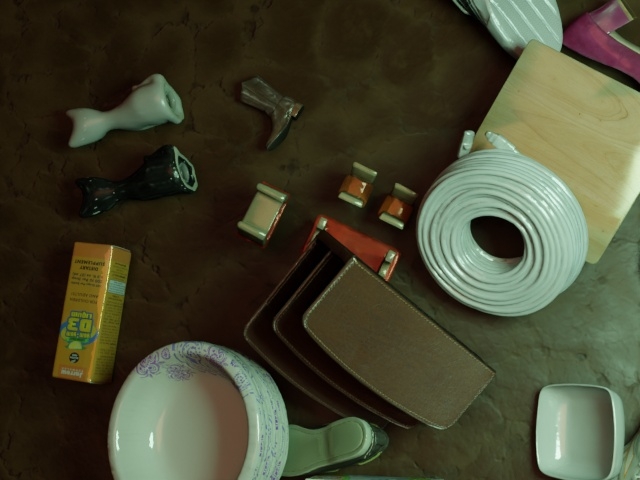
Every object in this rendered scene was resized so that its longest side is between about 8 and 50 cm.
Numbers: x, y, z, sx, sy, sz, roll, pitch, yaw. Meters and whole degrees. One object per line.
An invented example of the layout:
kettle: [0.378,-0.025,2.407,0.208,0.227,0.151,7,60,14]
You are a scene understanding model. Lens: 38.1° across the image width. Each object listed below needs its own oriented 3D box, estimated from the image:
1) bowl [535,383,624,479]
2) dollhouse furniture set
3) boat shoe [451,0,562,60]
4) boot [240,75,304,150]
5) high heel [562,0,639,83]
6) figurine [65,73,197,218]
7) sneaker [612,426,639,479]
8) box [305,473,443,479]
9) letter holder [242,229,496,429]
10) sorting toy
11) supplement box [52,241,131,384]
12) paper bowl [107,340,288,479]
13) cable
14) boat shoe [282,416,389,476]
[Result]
bowl: [0.393,0.287,1.379,0.142,0.053,0.142,-9,72,52]
dollhouse furniture set: [0.000,0.000,1.509,0.259,0.135,0.262,26,86,2]
boat shoe: [0.270,-0.424,1.517,0.121,0.119,0.335,-38,95,-10]
boot: [-0.101,-0.220,1.590,0.114,0.037,0.106,33,75,11]
high heel: [0.487,-0.263,1.479,0.117,0.082,0.244,-34,88,33]
figurine: [-0.340,-0.159,1.604,0.209,0.092,0.215,-15,77,12]
sneaker: [0.476,0.328,1.346,0.099,0.121,0.262,30,87,15]
box: [0.082,0.415,1.410,0.203,0.114,0.103,0,80,12]
letter holder: [0.063,0.168,1.360,0.302,0.152,0.214,39,91,-23]
sorting toy: [0.378,-0.136,1.442,0.257,0.089,0.255,31,99,13]
supplement box: [-0.385,0.123,1.567,0.078,0.080,0.233,5,84,14]
paper bowl: [-0.178,0.304,1.438,0.284,0.148,0.284,-8,73,27]
cable: [0.270,-0.009,1.393,0.257,0.089,0.257,32,128,13]
boat shoe: [0.002,0.325,1.440,0.228,0.069,0.081,-19,61,37]
